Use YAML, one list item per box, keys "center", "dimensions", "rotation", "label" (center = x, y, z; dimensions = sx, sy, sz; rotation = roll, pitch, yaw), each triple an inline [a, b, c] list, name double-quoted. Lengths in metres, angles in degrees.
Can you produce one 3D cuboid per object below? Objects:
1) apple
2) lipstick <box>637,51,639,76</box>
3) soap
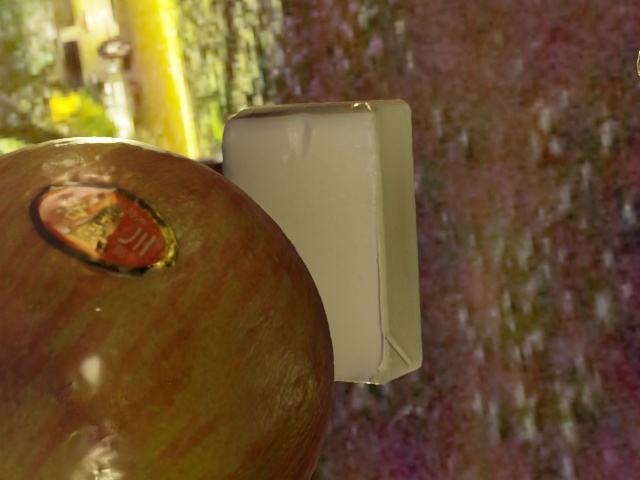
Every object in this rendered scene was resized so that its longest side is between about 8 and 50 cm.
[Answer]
- center: [-0.101, 0.063, 0.558]
  dimensions: [0.211, 0.211, 0.188]
  rotation: [92, -156, -48]
  label: "apple"
- center: [0.357, -0.050, 0.958]
  dimensions: [0.418, 0.077, 0.077]
  rotation: [-120, 23, -53]
  label: "lipstick"
- center: [0.000, 0.000, 0.854]
  dimensions: [0.064, 0.121, 0.183]
  rotation: [-15, -76, -59]
  label: "soap"
